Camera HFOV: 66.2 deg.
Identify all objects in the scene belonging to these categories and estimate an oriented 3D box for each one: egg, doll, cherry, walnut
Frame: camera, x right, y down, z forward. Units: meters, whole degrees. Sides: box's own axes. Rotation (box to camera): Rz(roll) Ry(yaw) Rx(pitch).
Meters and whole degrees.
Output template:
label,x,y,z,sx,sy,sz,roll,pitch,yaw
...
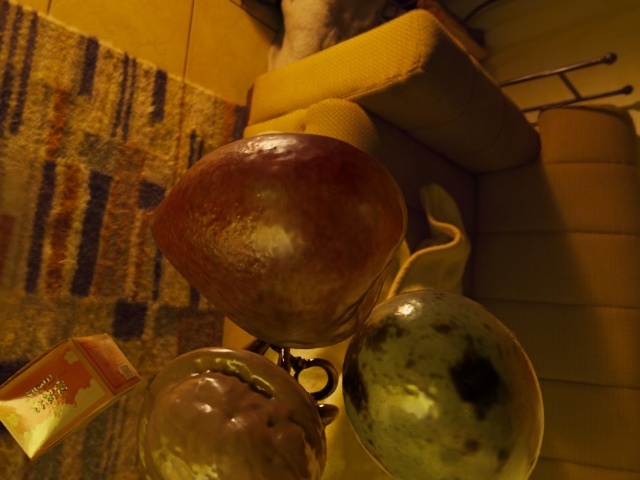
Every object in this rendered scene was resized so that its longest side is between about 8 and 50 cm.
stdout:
label,x,y,z,sx,sy,sz,roll,pitch,yaw
egg,0.230,0.294,0.913,0.428,0.345,0.345,55,47,-9
doll,-0.127,0.397,1.283,0.339,0.209,0.318,40,78,-2
cherry,-0.035,-0.011,0.504,0.206,0.239,0.239,-46,122,-20
walnut,-0.168,0.410,0.985,0.383,0.383,0.384,6,81,-49

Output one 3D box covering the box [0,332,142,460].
label,x,y,z,sx,sy,sz,roll,pitch,yaw
box,-0.700,0.415,1.382,0.259,0.283,0.214,-36,86,-10
